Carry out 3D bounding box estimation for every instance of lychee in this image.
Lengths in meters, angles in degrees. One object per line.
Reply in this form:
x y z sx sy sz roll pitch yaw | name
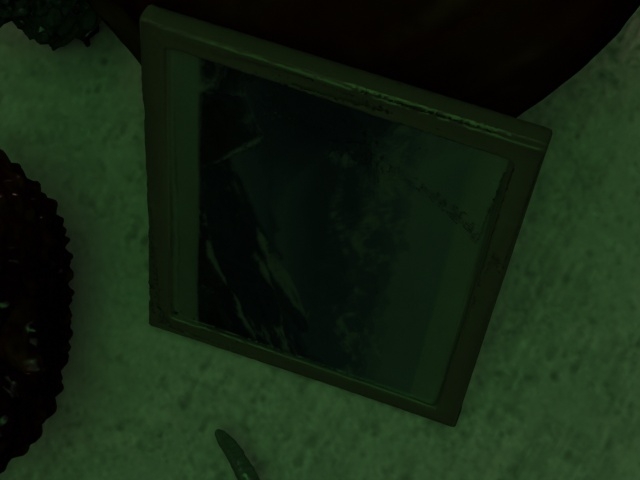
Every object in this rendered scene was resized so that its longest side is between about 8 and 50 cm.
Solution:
-0.307 0.053 1.013 0.271 0.271 0.271 0 87 6 | lychee

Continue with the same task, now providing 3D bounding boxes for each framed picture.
0.000 0.000 0.946 0.247 0.335 0.022 18 56 7 | framed picture

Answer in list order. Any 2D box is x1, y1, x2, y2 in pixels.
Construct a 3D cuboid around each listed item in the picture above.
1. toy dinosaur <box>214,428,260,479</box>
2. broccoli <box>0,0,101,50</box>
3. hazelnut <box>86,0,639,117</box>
-0.015 0.329 1.035 0.205 0.092 0.393 -21 94 11 | toy dinosaur
-0.152 -0.263 1.055 0.198 0.177 0.275 43 79 12 | broccoli
0.025 -0.251 0.924 0.421 0.353 0.421 -5 121 -8 | hazelnut
